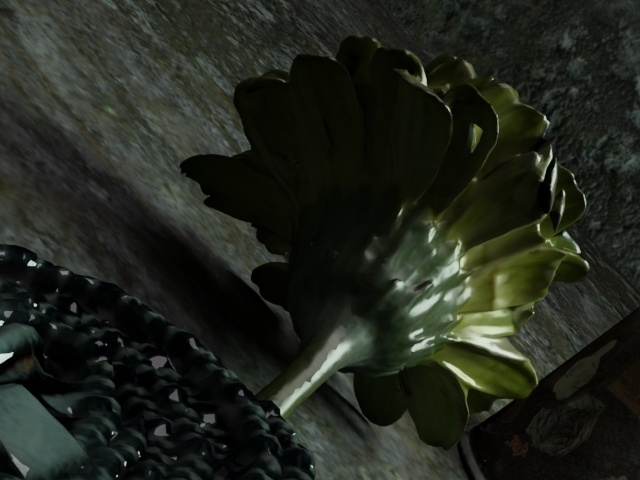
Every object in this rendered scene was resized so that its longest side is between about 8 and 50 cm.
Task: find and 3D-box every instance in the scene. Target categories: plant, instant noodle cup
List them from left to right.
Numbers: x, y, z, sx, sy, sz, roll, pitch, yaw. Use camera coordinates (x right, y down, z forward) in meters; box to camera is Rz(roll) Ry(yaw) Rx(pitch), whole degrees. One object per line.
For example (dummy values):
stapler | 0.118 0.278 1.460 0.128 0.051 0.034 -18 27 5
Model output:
plant | 0.053 0.012 1.062 0.306 0.261 0.297 55 12 -10
instant noodle cup | 0.261 0.175 1.332 0.217 0.207 0.217 43 13 -13

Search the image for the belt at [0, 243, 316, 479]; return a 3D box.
belt | -0.129 0.109 0.459 0.207 0.160 0.295 27 15 5
